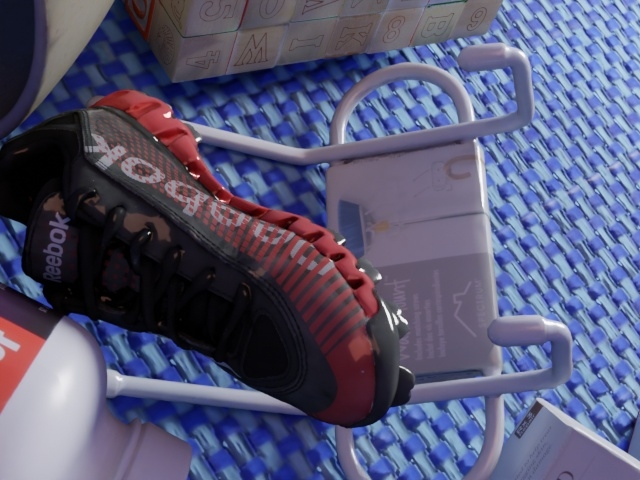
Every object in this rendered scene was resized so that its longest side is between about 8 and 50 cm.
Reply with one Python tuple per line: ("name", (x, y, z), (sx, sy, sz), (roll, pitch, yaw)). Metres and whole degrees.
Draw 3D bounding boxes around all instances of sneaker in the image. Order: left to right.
("sneaker", (-0.077, 0.014, 0.531), (0.276, 0.097, 0.135), (39, 35, 29))

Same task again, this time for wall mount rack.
("wall mount rack", (0.000, 0.000, 0.668), (0.304, 0.130, 0.350), (-9, 60, 13))

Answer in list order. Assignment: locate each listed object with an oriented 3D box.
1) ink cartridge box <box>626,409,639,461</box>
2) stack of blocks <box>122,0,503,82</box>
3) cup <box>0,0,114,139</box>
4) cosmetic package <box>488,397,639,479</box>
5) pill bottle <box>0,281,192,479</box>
("ink cartridge box", (0.294, 0.192, 0.738), (0.135, 0.056, 0.099), (34, 54, -6))
("stack of blocks", (-0.010, -0.231, 0.780), (0.297, 0.087, 0.171), (-15, 58, -31))
("cup", (-0.216, -0.254, 0.571), (0.331, 0.331, 0.237), (39, 52, -2))
("cosmetic package", (0.211, 0.214, 0.642), (0.231, 0.085, 0.117), (31, 92, -8))
("pill bottle", (-0.231, 0.080, 0.471), (0.323, 0.181, 0.181), (29, 55, -9))
